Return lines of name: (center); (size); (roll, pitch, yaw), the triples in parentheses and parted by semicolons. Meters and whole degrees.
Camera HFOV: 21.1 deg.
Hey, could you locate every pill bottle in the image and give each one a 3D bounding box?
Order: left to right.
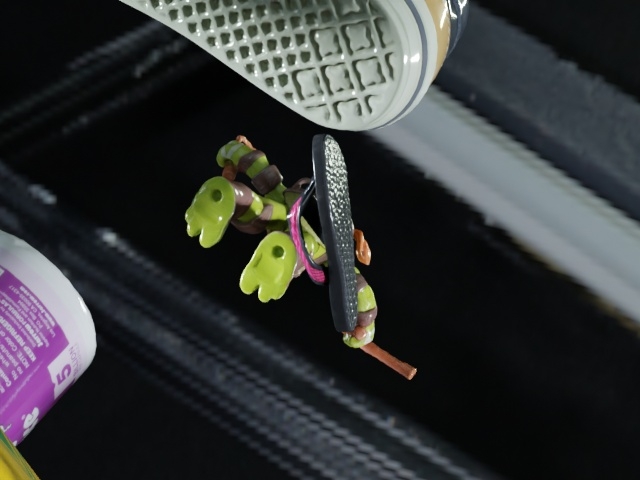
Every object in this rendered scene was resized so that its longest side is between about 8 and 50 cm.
pill bottle: (-0.334, 0.140, 1.395); (0.169, 0.169, 0.301); (28, -126, 18)

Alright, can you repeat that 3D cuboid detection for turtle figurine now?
turtle figurine: (-0.011, 0.005, 1.451); (0.269, 0.087, 0.217); (57, -161, 12)

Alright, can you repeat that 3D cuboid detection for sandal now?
sandal: (0.000, 0.000, 1.225); (0.040, 0.179, 0.067); (3, -133, 9)

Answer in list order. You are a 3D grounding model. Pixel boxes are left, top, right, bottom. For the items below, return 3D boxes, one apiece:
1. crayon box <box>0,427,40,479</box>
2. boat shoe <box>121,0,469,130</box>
crayon box: (-0.256, 0.178, 0.963); (0.203, 0.083, 0.323); (-41, -123, -8)
boat shoe: (-0.095, -0.269, 1.305); (0.500, 0.187, 0.156); (38, -142, 14)
